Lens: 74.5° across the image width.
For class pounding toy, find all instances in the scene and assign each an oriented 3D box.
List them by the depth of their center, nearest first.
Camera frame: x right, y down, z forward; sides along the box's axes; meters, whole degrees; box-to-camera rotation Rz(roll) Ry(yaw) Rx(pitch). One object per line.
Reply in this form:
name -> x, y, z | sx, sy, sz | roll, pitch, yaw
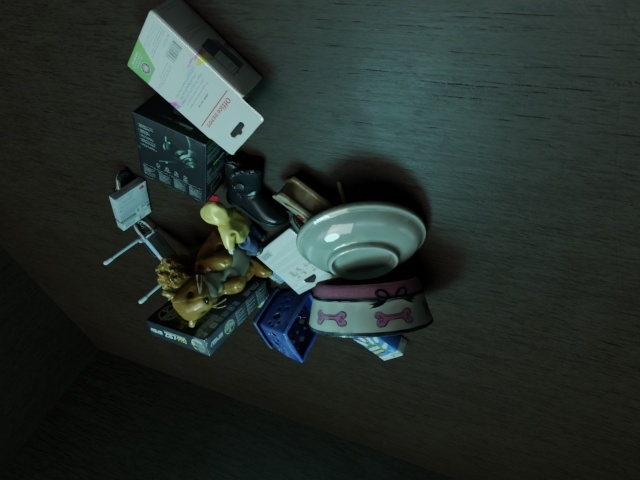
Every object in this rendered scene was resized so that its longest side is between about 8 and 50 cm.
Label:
pounding toy -> -0.003, -0.118, 1.337 | 0.269, 0.155, 0.154 | 37, 170, 2

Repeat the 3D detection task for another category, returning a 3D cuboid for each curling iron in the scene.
curling iron -> -0.811, -0.007, 1.950 | 0.068, 0.035, 0.274 | 17, 141, 12

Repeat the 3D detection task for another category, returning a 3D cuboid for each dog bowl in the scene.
dog bowl -> 0.157, 0.199, 1.386 | 0.408, 0.408, 0.150 | -5, 91, 34

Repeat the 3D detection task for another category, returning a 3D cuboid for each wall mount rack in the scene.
wall mount rack -> -0.718, 0.091, 1.776 | 0.130, 0.304, 0.350 | -35, 101, 14

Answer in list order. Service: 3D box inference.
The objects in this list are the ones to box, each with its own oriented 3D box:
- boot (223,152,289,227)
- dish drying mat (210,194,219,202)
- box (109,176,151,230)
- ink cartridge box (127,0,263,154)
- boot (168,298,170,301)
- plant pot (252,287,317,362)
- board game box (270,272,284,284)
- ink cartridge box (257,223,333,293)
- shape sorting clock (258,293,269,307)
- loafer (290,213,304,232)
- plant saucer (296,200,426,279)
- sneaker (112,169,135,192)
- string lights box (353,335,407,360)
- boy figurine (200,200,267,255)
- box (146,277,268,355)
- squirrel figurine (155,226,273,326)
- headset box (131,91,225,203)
boot -> -0.207, -0.162, 1.380 | 0.246, 0.094, 0.207 | 28, 146, 8
dish drying mat -> -0.418, -0.164, 1.570 | 0.083, 0.008, 0.032 | 20, 141, 8
box -> -0.750, -0.144, 1.670 | 0.038, 0.145, 0.186 | 35, 144, 12
ink cartridge box -> -0.304, -0.423, 1.119 | 0.353, 0.119, 0.207 | 42, 139, -17
boot -> -0.597, 0.279, 1.960 | 0.095, 0.203, 0.262 | 12, 138, 19
plant pot -> -0.146, 0.354, 1.833 | 0.212, 0.236, 0.236 | 9, 139, 31
board game box -> -0.182, 0.141, 1.773 | 0.090, 0.020, 0.090 | 40, 140, -14
ink cartridge box -> -0.086, 0.071, 1.587 | 0.239, 0.060, 0.275 | 43, 140, -12
shape sorting clock -> -0.315, 0.233, 1.935 | 0.206, 0.040, 0.206 | 17, 135, 17
loafer -> 0.000, 0.000, 1.454 | 0.267, 0.096, 0.084 | 34, 147, -12
plant saucer -> 0.126, 0.032, 1.283 | 0.400, 0.100, 0.400 | -2, 149, -1
sneaker -> -0.801, -0.195, 1.692 | 0.097, 0.084, 0.235 | 23, 142, 6
string lights box -> 0.222, 0.400, 1.790 | 0.259, 0.077, 0.133 | 36, 142, -11
boy figurine -> -0.309, -0.041, 1.497 | 0.092, 0.177, 0.285 | -6, 151, 33
box -> -0.457, 0.276, 1.745 | 0.318, 0.395, 0.097 | 13, 125, 26
squirrel figurine -> -0.461, 0.156, 1.658 | 0.397, 0.370, 0.281 | -3, 130, 36
headset box -> -0.439, -0.294, 1.334 | 0.246, 0.131, 0.283 | 24, 142, 4
